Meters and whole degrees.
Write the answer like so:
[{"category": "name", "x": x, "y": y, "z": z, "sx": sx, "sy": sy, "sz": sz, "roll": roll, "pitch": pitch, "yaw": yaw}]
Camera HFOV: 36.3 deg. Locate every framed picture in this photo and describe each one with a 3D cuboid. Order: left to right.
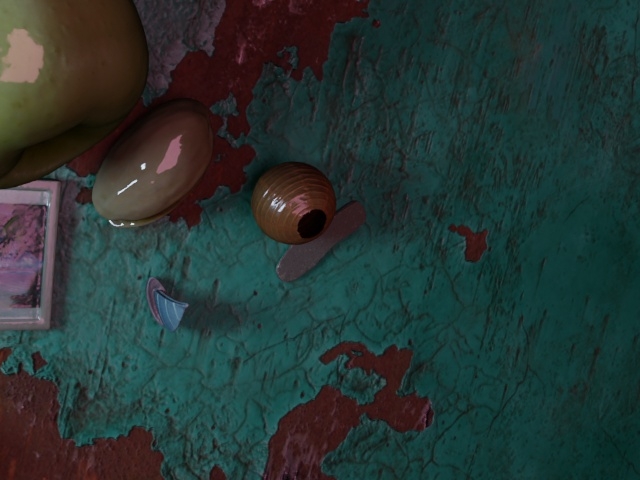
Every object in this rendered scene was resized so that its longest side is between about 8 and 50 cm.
[{"category": "framed picture", "x": -0.532, "y": 0.017, "z": 1.372, "sx": 0.314, "sy": 0.024, "sz": 0.232, "roll": 1, "pitch": 102, "yaw": -26}]

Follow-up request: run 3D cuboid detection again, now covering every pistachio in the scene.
[{"category": "pistachio", "x": -0.243, "y": -0.112, "z": 1.440, "sx": 0.226, "sy": 0.136, "sz": 0.136, "roll": -48, "pitch": 118, "yaw": -1}]

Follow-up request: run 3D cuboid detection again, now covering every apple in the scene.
[{"category": "apple", "x": -0.395, "y": -0.244, "z": 1.205, "sx": 0.357, "sy": 0.357, "sz": 0.357, "roll": -6, "pitch": 104, "yaw": -26}]

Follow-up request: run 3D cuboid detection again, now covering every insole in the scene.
[{"category": "insole", "x": 0.000, "y": 0.000, "z": 1.646, "sx": 0.192, "sy": 0.010, "sz": 0.063, "roll": -39, "pitch": 117, "yaw": -15}]

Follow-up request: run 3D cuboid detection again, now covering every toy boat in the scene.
[{"category": "toy boat", "x": -0.230, "y": 0.109, "z": 1.490, "sx": 0.034, "sy": 0.122, "sz": 0.096, "roll": -23, "pitch": 112, "yaw": -22}]

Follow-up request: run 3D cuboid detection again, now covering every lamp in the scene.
[{"category": "lamp", "x": -0.043, "y": -0.060, "z": 1.544, "sx": 0.136, "sy": 0.136, "sz": 0.136, "roll": -6, "pitch": 104, "yaw": -26}]
